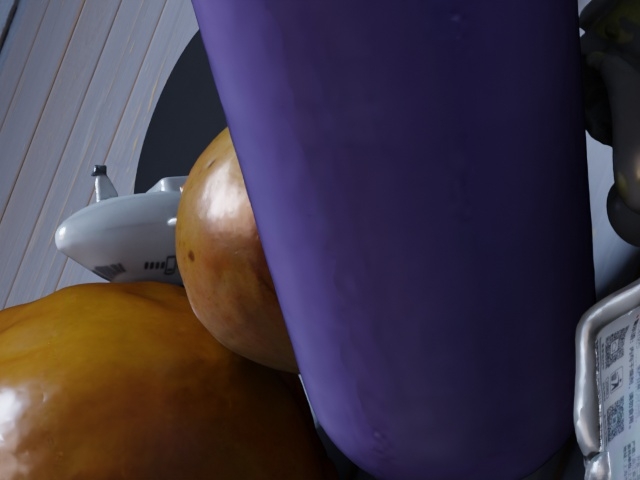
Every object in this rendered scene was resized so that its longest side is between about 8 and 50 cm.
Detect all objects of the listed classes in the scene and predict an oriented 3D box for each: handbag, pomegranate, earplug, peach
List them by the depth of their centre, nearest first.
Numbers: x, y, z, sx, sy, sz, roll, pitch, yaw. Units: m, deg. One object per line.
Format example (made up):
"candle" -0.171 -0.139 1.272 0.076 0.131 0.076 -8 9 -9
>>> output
"earplug" 0.046 -0.063 1.029 0.215 0.215 0.456 -113 10 -62
"pomegranate" -0.001 -0.004 1.252 0.191 0.191 0.191 -53 26 39
"peach" -0.137 0.188 1.342 0.343 0.301 0.343 166 90 -88
"handbag" -0.084 -0.084 1.769 0.254 0.093 0.308 -59 22 23

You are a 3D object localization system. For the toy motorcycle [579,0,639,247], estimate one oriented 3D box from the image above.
"toy motorcycle" 0.210 -0.092 0.983 0.340 0.108 0.223 -137 62 -67

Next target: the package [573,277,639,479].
"package" 0.170 0.078 0.858 0.173 0.027 0.171 -34 42 47

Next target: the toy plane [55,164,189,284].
"toy plane" -0.079 -0.011 1.451 0.251 0.255 0.101 -36 56 57
